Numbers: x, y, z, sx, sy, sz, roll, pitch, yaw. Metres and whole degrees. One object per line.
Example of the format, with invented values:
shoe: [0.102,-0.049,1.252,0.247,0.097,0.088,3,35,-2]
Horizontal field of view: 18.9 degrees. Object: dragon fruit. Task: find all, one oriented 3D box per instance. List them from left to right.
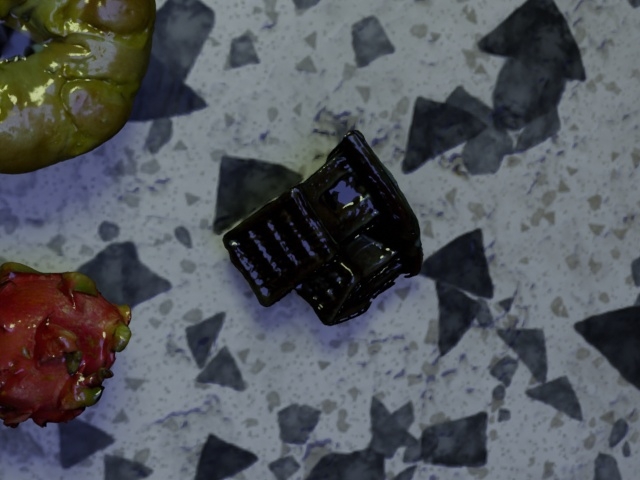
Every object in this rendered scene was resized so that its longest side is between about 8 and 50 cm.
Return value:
dragon fruit: [-0.261,0.096,1.625,0.208,0.133,0.150,-8,110,-8]

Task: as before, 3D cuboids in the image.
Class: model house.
model house: [0.004,0.006,1.714,0.152,0.106,0.165,-37,105,-12]

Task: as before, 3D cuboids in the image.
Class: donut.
donut: [-0.274,-0.168,1.573,0.261,0.128,0.208,23,92,-22]
